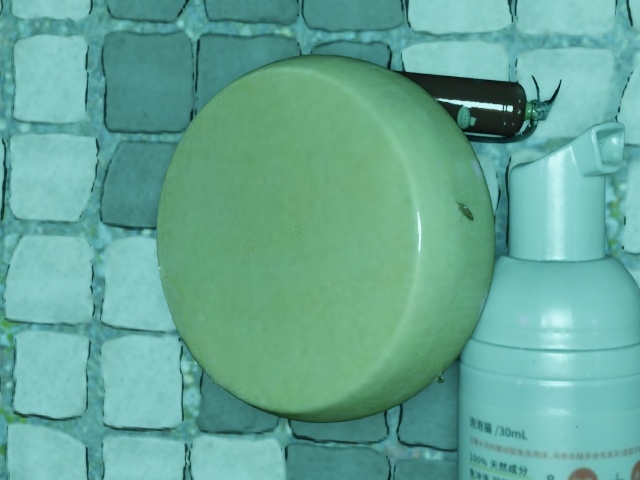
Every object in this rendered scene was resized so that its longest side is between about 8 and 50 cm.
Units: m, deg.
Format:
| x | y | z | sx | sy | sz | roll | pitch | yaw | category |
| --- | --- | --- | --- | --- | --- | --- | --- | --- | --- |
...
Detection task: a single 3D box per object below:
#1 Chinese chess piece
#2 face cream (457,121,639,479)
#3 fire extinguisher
| x | y | z | sx | sy | sz | roll | pitch | yaw | category |
| --- | --- | --- | --- | --- | --- | --- | --- | --- | --- |
| 0.000 | 0.000 | 0.936 | 0.273 | 0.102 | 0.273 | 1 | 92 | 38 | Chinese chess piece |
| 0.174 | 0.098 | 0.947 | 0.145 | 0.145 | 0.370 | 1 | 95 | 10 | face cream |
| 0.102 | -0.104 | 0.986 | 0.158 | 0.043 | 0.064 | 8 | 126 | 9 | fire extinguisher |
